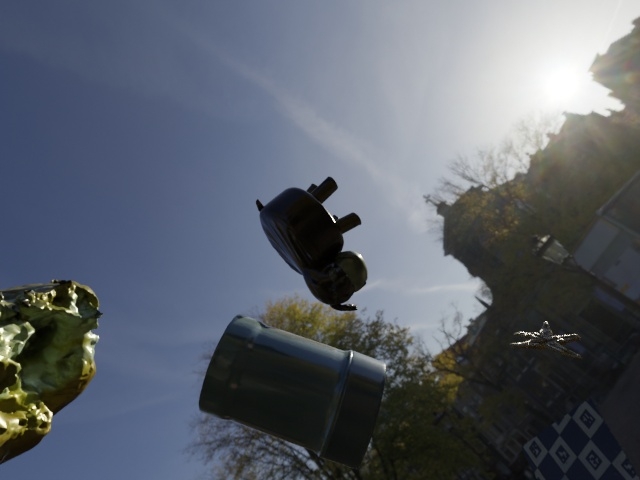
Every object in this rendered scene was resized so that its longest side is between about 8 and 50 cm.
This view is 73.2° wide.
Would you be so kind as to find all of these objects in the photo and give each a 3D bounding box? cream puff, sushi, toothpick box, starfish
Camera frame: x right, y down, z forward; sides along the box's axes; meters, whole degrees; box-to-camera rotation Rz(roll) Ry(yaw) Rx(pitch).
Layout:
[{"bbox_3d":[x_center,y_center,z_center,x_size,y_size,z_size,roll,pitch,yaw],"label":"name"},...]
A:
[{"bbox_3d":[-0.343,0.138,0.433,0.195,0.194,0.221,-52,-8,8],"label":"cream puff"},{"bbox_3d":[0.407,0.413,0.652,0.043,0.279,0.193,8,-50,-17],"label":"sushi"},{"bbox_3d":[-0.024,0.142,0.416,0.101,0.153,0.101,18,-90,-84],"label":"toothpick box"},{"bbox_3d":[0.299,0.135,0.569,0.092,0.086,0.016,-8,-75,-5],"label":"starfish"}]

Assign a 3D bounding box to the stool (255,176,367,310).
[{"bbox_3d":[0.000,0.000,0.623,0.121,0.217,0.125,-36,-18,-21],"label":"stool"}]
